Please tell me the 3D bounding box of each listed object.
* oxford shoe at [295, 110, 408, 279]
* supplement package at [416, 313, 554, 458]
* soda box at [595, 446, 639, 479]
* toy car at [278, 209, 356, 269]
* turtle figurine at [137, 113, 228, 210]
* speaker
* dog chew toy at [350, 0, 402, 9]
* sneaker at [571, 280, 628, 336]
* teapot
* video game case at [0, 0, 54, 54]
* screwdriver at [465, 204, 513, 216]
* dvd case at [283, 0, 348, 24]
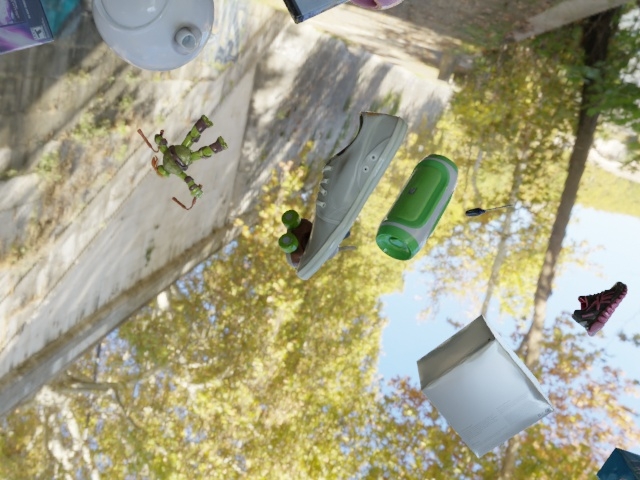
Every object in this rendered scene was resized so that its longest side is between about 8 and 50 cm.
[{"bbox_3d":[0.046,-0.114,1.363,0.130,0.449,0.169,29,-175,-7],"label":"oxford shoe"},{"bbox_3d":[0.349,0.313,1.244,0.203,0.194,0.149,50,-168,-7],"label":"supplement package"},{"bbox_3d":[0.533,0.439,0.917,0.067,0.071,0.210,19,-159,-8],"label":"soda box"},{"bbox_3d":[0.000,0.000,1.579,0.189,0.148,0.155,-5,148,17],"label":"toy car"},{"bbox_3d":[-0.368,-0.234,1.506,0.269,0.217,0.087,57,-167,10],"label":"turtle figurine"},{"bbox_3d":[0.259,-0.091,1.510,0.131,0.131,0.296,23,-119,20],"label":"speaker"},{"bbox_3d":[0.135,-0.628,1.098,0.207,0.331,0.206,23,-171,-4],"label":"dog chew toy"},{"bbox_3d":[0.449,0.099,0.924,0.057,0.047,0.119,37,-119,26],"label":"sneaker"},{"bbox_3d":[-0.338,-0.460,1.088,0.256,0.252,0.187,-2,180,10],"label":"teapot"},{"bbox_3d":[-0.519,-0.372,0.842,0.026,0.196,0.274,-3,-154,15],"label":"video game case"},{"bbox_3d":[0.434,-0.077,1.478,0.024,0.025,0.170,50,162,-14],"label":"screwdriver"},{"bbox_3d":[0.041,-0.371,0.630,0.253,0.180,0.022,-29,-176,-10],"label":"dvd case"}]
